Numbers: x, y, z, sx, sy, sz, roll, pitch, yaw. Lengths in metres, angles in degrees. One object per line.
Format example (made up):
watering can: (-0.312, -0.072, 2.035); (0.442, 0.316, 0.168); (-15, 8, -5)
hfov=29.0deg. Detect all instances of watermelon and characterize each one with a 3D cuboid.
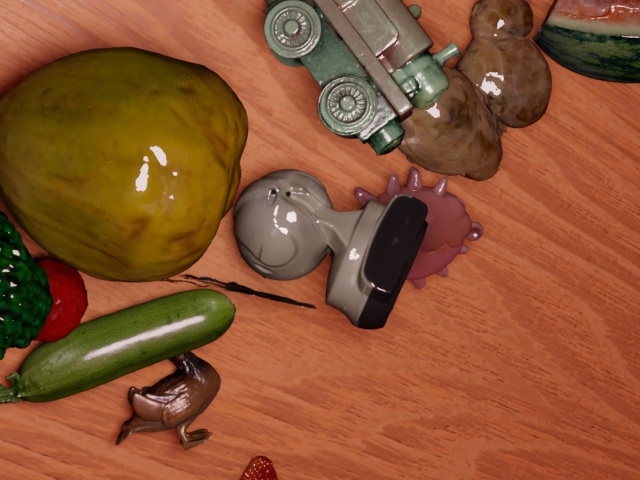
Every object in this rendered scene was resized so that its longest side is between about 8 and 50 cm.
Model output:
watermelon: (0.487, -0.367, 2.005); (0.283, 0.292, 0.250); (6, 146, 0)

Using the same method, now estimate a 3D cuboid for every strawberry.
strawberry: (-0.099, 0.396, 2.032); (0.073, 0.073, 0.083); (9, 90, -25)

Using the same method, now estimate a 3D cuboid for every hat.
hat: (-0.443, 0.062, 1.686); (0.242, 0.274, 0.332); (-40, 148, 28)

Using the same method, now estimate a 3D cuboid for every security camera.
security camera: (0.000, 0.000, 1.845); (0.277, 0.191, 0.197); (24, 64, 1)

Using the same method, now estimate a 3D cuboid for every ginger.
ginger: (0.246, -0.234, 1.933); (0.304, 0.155, 0.244); (-46, 111, -12)

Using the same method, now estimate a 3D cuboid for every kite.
kite: (-0.146, 0.069, 1.872); (0.286, 0.152, 0.015); (11, 90, -19)

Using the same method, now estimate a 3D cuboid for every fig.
fig: (-0.275, -0.111, 1.663); (0.344, 0.343, 0.343); (-7, 109, -20)

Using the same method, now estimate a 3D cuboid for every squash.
squash: (-0.306, 0.158, 1.846); (0.379, 0.101, 0.101); (-22, 114, -10)

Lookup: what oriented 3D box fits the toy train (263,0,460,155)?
toy train: (0.057, -0.282, 1.784); (0.221, 0.150, 0.304); (-36, 90, 3)

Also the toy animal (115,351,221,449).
toy animal: (-0.245, 0.240, 1.916); (0.188, 0.089, 0.179); (-23, 97, -14)

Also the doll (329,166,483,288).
doll: (0.132, -0.012, 1.977); (0.262, 0.093, 0.211); (-8, 117, -5)
